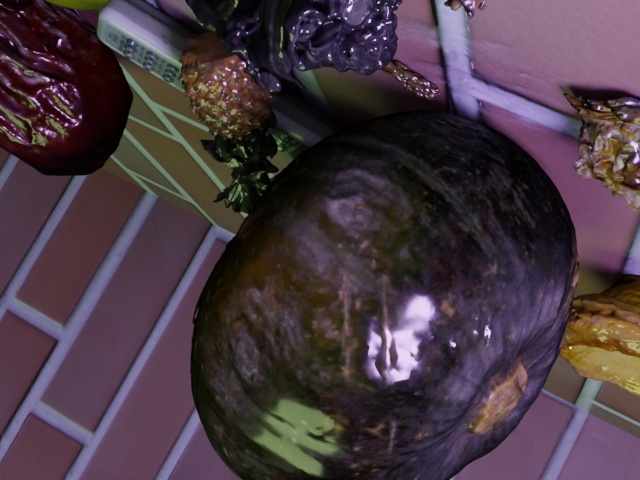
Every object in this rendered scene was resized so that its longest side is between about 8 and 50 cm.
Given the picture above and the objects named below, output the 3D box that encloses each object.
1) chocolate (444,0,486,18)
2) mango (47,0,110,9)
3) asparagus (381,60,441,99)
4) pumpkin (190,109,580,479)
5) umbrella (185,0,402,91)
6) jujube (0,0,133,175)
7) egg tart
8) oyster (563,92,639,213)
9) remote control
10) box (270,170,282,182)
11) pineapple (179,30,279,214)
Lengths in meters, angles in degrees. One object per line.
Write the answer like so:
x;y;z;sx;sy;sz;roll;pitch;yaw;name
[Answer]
0.017;-0.262;0.624;0.329;0.065;0.102;39;-175;-44;chocolate
-0.307;-0.322;1.028;0.175;0.143;0.293;30;180;24;mango
0.016;-0.208;1.021;0.248;0.025;0.024;32;128;-15;asparagus
0.063;0.076;1.095;0.344;0.454;0.454;39;176;25;pumpkin
-0.056;-0.232;0.856;0.128;0.154;0.336;-1;-149;-33;umbrella
-0.451;-0.256;1.521;0.376;0.258;0.258;45;166;-19;jujube
0.430;0.130;1.320;0.294;0.123;0.294;24;169;5;egg tart
0.277;-0.070;0.908;0.105;0.056;0.177;11;157;38;oyster
-0.130;-0.207;1.331;0.335;0.065;0.128;31;168;-11;remote control
0.021;-0.073;1.352;0.159;0.071;0.240;-10;180;-13;box
-0.095;-0.128;1.237;0.125;0.125;0.251;23;138;31;pineapple
